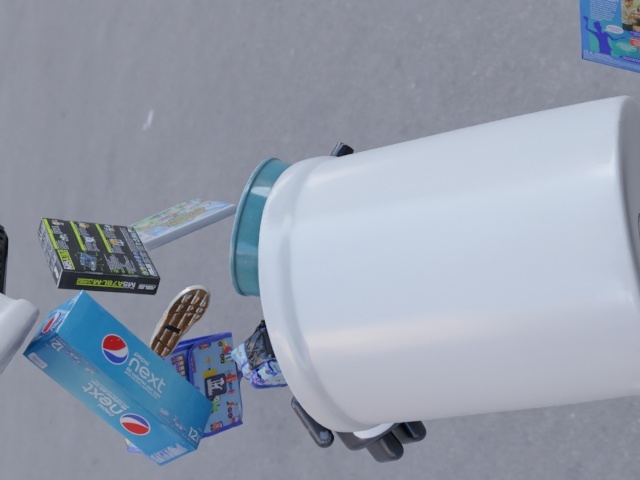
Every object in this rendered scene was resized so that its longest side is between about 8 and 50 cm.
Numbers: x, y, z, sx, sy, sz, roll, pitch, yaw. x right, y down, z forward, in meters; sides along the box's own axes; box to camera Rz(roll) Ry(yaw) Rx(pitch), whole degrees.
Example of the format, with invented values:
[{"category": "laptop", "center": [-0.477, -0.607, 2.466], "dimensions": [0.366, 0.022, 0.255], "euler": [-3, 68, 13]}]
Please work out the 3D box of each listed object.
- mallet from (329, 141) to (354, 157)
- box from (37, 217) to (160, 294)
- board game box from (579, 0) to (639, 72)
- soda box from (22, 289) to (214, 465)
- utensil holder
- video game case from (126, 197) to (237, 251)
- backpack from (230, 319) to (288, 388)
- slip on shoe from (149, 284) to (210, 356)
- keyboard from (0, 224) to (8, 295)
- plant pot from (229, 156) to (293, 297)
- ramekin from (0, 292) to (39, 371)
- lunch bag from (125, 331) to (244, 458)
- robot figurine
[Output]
[{"category": "mallet", "center": [0.106, -0.132, 1.847], "dimensions": [0.039, 0.189, 0.062], "euler": [58, -128, -85]}, {"category": "box", "center": [-0.406, 0.028, 1.745], "dimensions": [0.191, 0.184, 0.045], "euler": [50, 129, 49]}, {"category": "board game box", "center": [0.463, -0.337, 1.405], "dimensions": [0.160, 0.210, 0.047], "euler": [22, 65, 29]}, {"category": "soda box", "center": [-0.221, 0.157, 1.069], "dimensions": [0.067, 0.210, 0.071], "euler": [-29, 26, 33]}, {"category": "utensil holder", "center": [0.177, 0.031, 1.053], "dimensions": [0.385, 0.327, 0.328], "euler": [-11, 68, 30]}, {"category": "video game case", "center": [-0.306, -0.036, 1.977], "dimensions": [0.193, 0.212, 0.023], "euler": [11, 121, 57]}, {"category": "backpack", "center": [-0.093, 0.241, 1.942], "dimensions": [0.173, 0.158, 0.117], "euler": [-39, 58, 44]}, {"category": "slip on shoe", "center": [-0.208, 0.113, 1.417], "dimensions": [0.135, 0.051, 0.041], "euler": [-56, 16, 22]}, {"category": "keyboard", "center": [-0.526, 0.078, 1.403], "dimensions": [0.033, 0.201, 0.317], "euler": [-17, 59, 17]}, {"category": "plant pot", "center": [0.000, 0.000, 1.794], "dimensions": [0.255, 0.271, 0.272], "euler": [13, 91, 16]}, {"category": "ramekin", "center": [-0.404, 0.145, 0.931], "dimensions": [0.273, 0.127, 0.273], "euler": [-52, 9, 12]}, {"category": "lunch bag", "center": [-0.301, 0.340, 2.170], "dimensions": [0.138, 0.293, 0.221], "euler": [-4, 97, 55]}, {"category": "robot figurine", "center": [0.072, 0.273, 1.762], "dimensions": [0.173, 0.209, 0.278], "euler": [-38, 86, 28]}]
